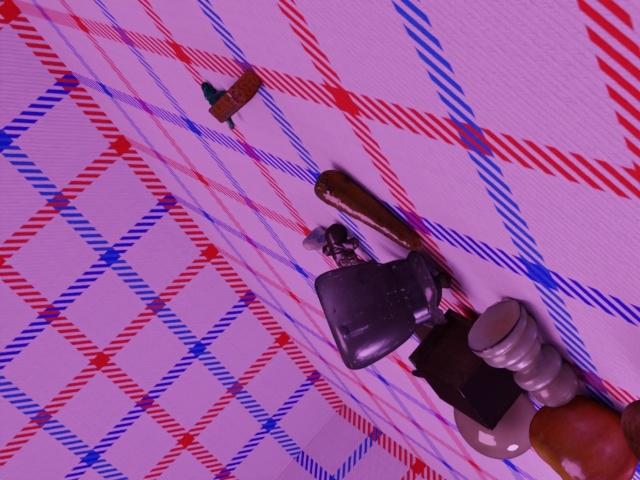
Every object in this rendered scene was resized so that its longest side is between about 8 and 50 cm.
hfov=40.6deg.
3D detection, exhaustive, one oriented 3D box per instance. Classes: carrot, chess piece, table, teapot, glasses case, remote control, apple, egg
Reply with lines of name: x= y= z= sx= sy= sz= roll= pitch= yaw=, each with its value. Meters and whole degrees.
carrot: x=0.116 y=-0.054 z=1.849 sx=0.298 sy=0.078 sz=0.078 roll=35 pitch=164 yaw=14
chess piece: x=0.419 y=0.241 z=1.722 sx=0.243 sy=0.133 sz=0.133 roll=43 pitch=167 yaw=-19
table: x=0.342 y=0.283 z=1.950 sx=0.169 sy=0.172 sz=0.193 roll=28 pitch=162 yaw=48
teapot: x=0.152 y=0.139 z=1.911 sx=0.305 sy=0.285 sz=0.223 roll=78 pitch=171 yaw=-81
glasses case: x=-0.189 y=-0.314 z=1.910 sx=0.049 sy=0.075 sz=0.218 roll=46 pitch=166 yaw=-11
remote control: x=0.000 y=0.000 z=2.295 sx=0.032 sy=0.074 sz=0.122 roll=49 pitch=165 yaw=-25
apple: x=0.544 y=0.415 z=1.778 sx=0.235 sy=0.173 sz=0.210 roll=43 pitch=174 yaw=44
egg: x=0.425 y=0.433 z=2.116 sx=0.186 sy=0.186 sz=0.242 roll=52 pitch=166 yaw=-28

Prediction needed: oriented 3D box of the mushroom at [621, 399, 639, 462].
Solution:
mushroom: x=0.624 y=0.360 z=1.428 sx=0.278 sy=0.146 sz=0.278 roll=38 pitch=171 yaw=7

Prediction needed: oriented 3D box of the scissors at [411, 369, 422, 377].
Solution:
scissors: x=0.324 y=0.422 z=2.733 sx=0.088 sy=0.017 sz=0.220 roll=44 pitch=167 yaw=-3

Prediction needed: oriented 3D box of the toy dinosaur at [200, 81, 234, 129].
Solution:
toy dinosaur: x=-0.244 y=-0.325 z=2.095 sx=0.132 sy=0.059 sz=0.096 roll=59 pitch=170 yaw=-22

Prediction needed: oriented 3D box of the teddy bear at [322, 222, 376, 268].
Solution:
teddy bear: x=0.060 y=0.035 z=2.193 sx=0.119 sy=0.078 sz=0.160 roll=-21 pitch=110 yaw=44

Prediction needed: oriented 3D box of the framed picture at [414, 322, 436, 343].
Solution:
framed picture: x=0.333 y=0.284 z=2.301 sx=0.216 sy=0.016 sz=0.273 roll=53 pitch=163 yaw=-29
